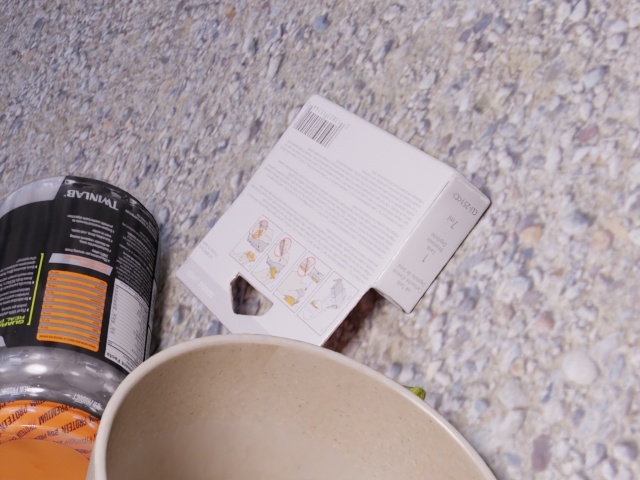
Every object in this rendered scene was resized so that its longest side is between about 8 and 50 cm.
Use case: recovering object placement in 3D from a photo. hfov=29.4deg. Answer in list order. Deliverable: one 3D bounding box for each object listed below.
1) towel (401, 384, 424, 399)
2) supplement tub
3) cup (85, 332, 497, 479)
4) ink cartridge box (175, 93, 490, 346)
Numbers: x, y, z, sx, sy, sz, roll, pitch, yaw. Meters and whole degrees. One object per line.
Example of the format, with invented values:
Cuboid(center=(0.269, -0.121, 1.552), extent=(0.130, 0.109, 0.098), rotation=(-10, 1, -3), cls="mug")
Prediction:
Cuboid(center=(-0.004, 0.178, 1.156), extent=(0.237, 0.021, 0.102), rotation=(-3, 53, 48), cls="towel")
Cuboid(center=(-0.294, 0.109, 1.374), extent=(0.207, 0.207, 0.338), rotation=(-28, 41, 30), cls="supplement tub")
Cuboid(center=(-0.042, 0.268, 0.912), extent=(0.331, 0.331, 0.237), rotation=(-106, 35, -49), cls="cup")
Cuboid(center=(0.000, 0.000, 1.262), extent=(0.261, 0.066, 0.296), rotation=(-52, 35, 0), cls="ink cartridge box")
